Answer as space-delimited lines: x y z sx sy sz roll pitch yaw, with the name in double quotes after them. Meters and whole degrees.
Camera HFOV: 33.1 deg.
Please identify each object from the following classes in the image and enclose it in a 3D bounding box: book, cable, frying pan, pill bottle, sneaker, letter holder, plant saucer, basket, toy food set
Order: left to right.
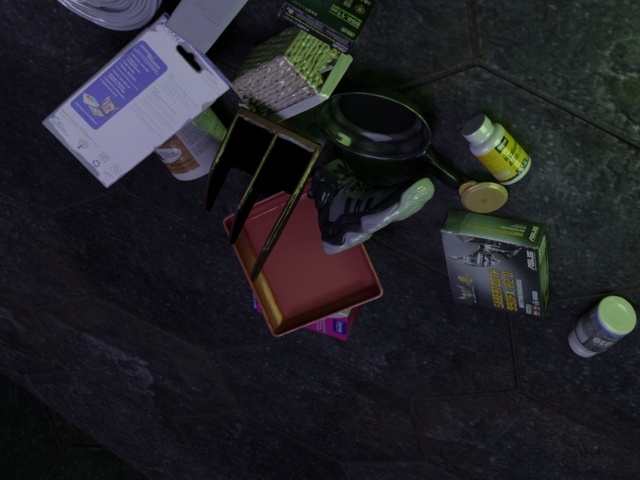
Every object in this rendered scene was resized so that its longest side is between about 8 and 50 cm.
-0.358 -0.455 1.717 0.257 0.089 0.257 21 149 6 "cable"
-0.271 -0.230 1.941 0.131 0.131 0.229 -5 133 39 "pill bottle"
-0.126 -0.064 1.858 0.152 0.214 0.302 26 166 -1 "letter holder"
-0.065 -0.216 1.922 0.144 0.035 0.096 12 150 19 "book"
-0.052 -0.274 1.749 0.167 0.113 0.103 -15 126 47 "basket"
-0.029 0.026 2.077 0.259 0.048 0.258 -23 91 26 "plant saucer"
0.073 -0.086 1.903 0.268 0.101 0.153 -31 83 44 "sneaker"
0.151 -0.177 1.804 0.326 0.053 0.197 18 155 -7 "frying pan"
0.282 -0.076 1.866 0.083 0.020 0.082 -8 142 10 "toy food set"
0.282 -0.149 1.740 0.116 0.065 0.065 42 145 -26 "pill bottle"
0.525 0.165 2.020 0.078 0.078 0.137 26 149 -2 "pill bottle"

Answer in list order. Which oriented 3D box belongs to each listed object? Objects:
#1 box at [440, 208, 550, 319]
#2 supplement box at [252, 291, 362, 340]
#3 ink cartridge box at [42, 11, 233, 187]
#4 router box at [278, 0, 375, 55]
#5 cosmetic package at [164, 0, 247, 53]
0.329 0.047 2.005 0.183 0.056 0.231 11 145 21 "box"
-0.026 0.111 2.297 0.220 0.114 0.111 16 146 12 "supplement box"
-0.304 -0.240 1.820 0.333 0.065 0.165 -32 109 30 "ink cartridge box"
0.010 -0.346 1.614 0.122 0.092 0.038 28 148 -6 "router box"
-0.142 -0.394 1.629 0.085 0.117 0.231 36 146 -14 "cosmetic package"
